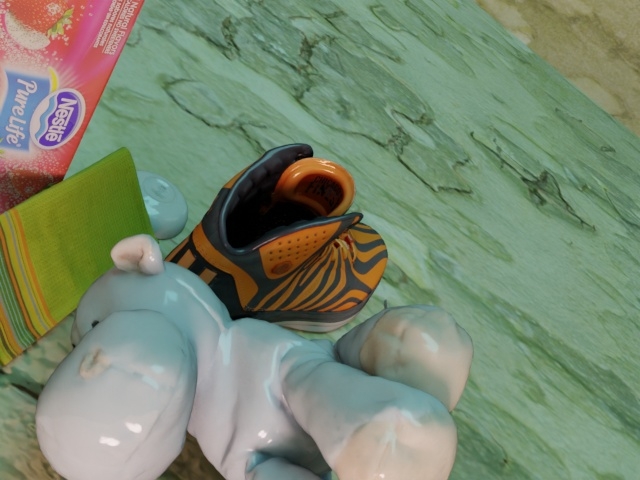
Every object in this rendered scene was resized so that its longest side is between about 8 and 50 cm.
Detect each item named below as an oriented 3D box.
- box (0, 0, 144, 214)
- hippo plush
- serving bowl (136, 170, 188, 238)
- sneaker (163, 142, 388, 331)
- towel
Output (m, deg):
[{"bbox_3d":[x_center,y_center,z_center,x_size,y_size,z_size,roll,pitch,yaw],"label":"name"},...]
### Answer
[{"bbox_3d":[-0.244,-0.141,0.574,0.123,0.257,0.128,7,45,-37],"label":"box"},{"bbox_3d":[-0.053,0.087,0.519,0.237,0.234,0.294,33,34,-13],"label":"hippo plush"},{"bbox_3d":[-0.167,-0.041,0.746,0.083,0.027,0.083,27,34,-20],"label":"serving bowl"},{"bbox_3d":[0.000,0.000,0.724,0.124,0.180,0.321,52,34,17],"label":"sneaker"},{"bbox_3d":[-0.206,0.009,0.595,0.021,0.102,0.237,1,25,21],"label":"towel"}]
